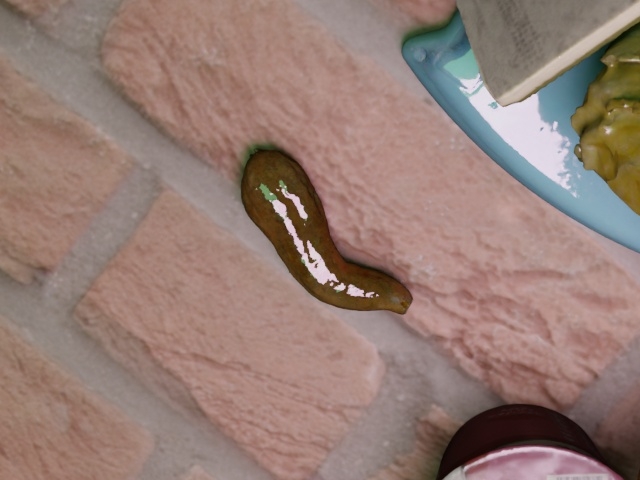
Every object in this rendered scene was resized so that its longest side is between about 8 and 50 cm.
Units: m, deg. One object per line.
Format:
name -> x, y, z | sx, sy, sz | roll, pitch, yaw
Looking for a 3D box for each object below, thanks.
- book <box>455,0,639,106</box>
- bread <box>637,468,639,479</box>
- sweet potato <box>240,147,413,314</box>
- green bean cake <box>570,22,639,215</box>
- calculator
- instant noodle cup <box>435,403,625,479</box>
book -> 0.239, -0.299, 0.963 | 0.352, 0.035, 0.239 | -35, 62, 39
bread -> 0.436, 0.207, 1.068 | 0.194, 0.340, 0.179 | -31, 57, 47
sweet potato -> -0.003, 0.005, 1.176 | 0.081, 0.062, 0.233 | -39, 99, 12
green bean cake -> 0.369, -0.031, 0.989 | 0.285, 0.202, 0.310 | 18, 145, 39
calculator -> 0.288, -0.145, 1.112 | 0.386, 0.054, 0.256 | 35, 104, -7
instant noodle cup -> 0.208, 0.282, 1.155 | 0.235, 0.178, 0.235 | 1, 103, 6
